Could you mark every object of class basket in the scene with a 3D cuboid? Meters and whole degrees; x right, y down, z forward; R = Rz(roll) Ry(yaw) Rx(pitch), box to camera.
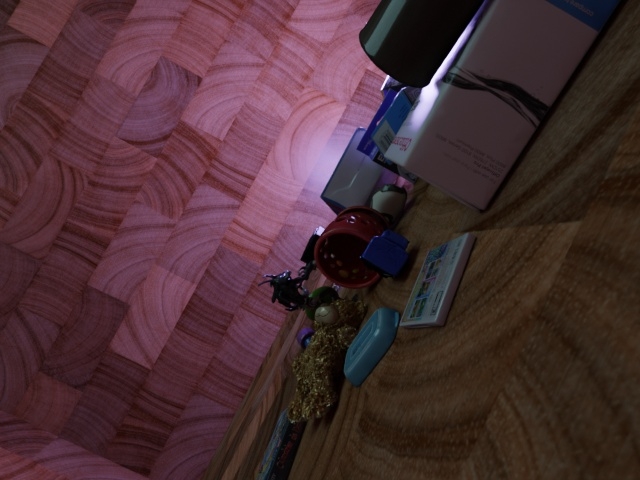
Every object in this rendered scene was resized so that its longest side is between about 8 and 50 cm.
[{"bbox_3d":[0.187,-0.397,0.685,0.227,0.154,0.204,-52,12,41],"label":"basket"}]

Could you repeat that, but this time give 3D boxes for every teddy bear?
[{"bbox_3d":[0.005,0.280,1.032,0.337,0.113,0.245,-64,7,-20],"label":"teddy bear"}]

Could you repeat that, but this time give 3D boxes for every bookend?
[{"bbox_3d":[0.000,0.000,1.688,0.156,0.072,0.157,-57,6,38],"label":"bookend"}]

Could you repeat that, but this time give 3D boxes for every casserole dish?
[{"bbox_3d":[0.097,0.211,0.860,0.188,0.037,0.114,-61,4,27],"label":"casserole dish"}]

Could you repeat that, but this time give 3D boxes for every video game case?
[{"bbox_3d":[0.193,0.073,0.713,0.157,0.019,0.143,-64,4,-17],"label":"video game case"}]

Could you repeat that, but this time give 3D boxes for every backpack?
[{"bbox_3d":[0.152,0.034,0.963,0.101,0.098,0.120,-53,-9,-6],"label":"backpack"}]

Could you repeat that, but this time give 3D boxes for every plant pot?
[{"bbox_3d":[0.095,0.007,1.157,0.191,0.191,0.174,-59,3,38],"label":"plant pot"}]

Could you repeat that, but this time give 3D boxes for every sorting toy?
[{"bbox_3d":[0.042,0.205,1.353,0.126,0.127,0.365,32,98,56],"label":"sorting toy"}]

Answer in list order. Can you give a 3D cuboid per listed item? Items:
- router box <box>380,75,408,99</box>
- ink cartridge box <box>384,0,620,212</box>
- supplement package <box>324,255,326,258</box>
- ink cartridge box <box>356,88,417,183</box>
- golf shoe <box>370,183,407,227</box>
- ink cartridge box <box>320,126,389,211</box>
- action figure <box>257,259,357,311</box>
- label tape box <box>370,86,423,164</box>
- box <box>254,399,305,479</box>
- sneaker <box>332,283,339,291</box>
[{"bbox_3d":[0.351,-0.548,1.404,0.081,0.243,0.308,66,-148,-33],"label":"router box"},{"bbox_3d":[0.291,-0.277,0.762,0.394,0.166,0.285,-61,4,14],"label":"ink cartridge box"},{"bbox_3d":[0.062,0.064,1.748,0.105,0.105,0.179,-64,5,-9],"label":"supplement package"},{"bbox_3d":[0.243,-0.308,1.258,0.206,0.208,0.045,-61,4,21],"label":"ink cartridge box"},{"bbox_3d":[0.184,-0.055,1.263,0.272,0.105,0.120,114,166,-54],"label":"golf shoe"},{"bbox_3d":[0.157,-0.195,1.520,0.269,0.151,0.395,-61,-15,-1],"label":"ink cartridge box"},{"bbox_3d":[-0.040,0.150,1.256,0.164,0.276,0.141,-59,6,38],"label":"action figure"},{"bbox_3d":[0.317,-0.348,1.074,0.334,0.105,0.240,-31,-4,-14],"label":"label tape box"},{"bbox_3d":[-0.103,0.541,1.086,0.159,0.044,0.233,-57,6,49],"label":"box"},{"bbox_3d":[0.060,0.167,1.615,0.083,0.032,0.037,-63,5,-27],"label":"sneaker"}]
